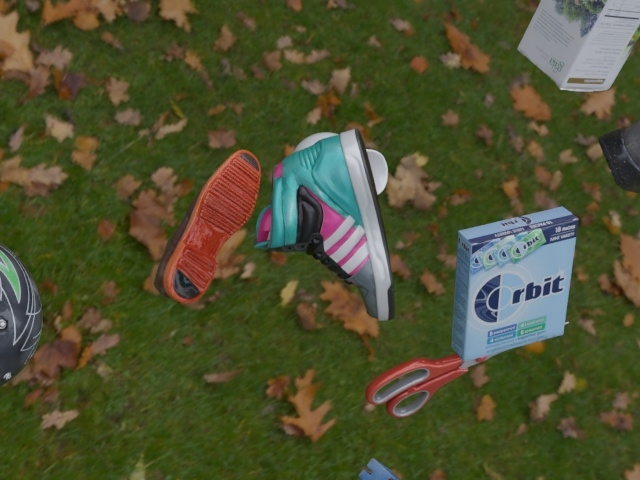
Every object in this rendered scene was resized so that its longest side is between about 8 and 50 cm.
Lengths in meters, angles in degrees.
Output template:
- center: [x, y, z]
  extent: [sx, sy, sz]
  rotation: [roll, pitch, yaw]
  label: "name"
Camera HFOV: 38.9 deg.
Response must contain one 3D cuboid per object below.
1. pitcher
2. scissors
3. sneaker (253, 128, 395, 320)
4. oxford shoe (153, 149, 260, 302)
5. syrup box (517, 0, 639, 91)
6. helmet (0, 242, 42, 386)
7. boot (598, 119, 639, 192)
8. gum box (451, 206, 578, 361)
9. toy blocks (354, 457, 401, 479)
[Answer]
- center: [-0.001, -0.123, 1.591]
  extent: [0.177, 0.207, 0.126]
  rotation: [-5, 102, -19]
  label: "pitcher"
- center: [0.203, 0.163, 1.255]
  extent: [0.109, 0.297, 0.021]
  rotation: [55, 9, -43]
  label: "scissors"
- center: [0.000, 0.000, 1.254]
  extent: [0.124, 0.178, 0.296]
  rotation: [-90, 167, -60]
  label: "sneaker"
- center: [-0.190, -0.030, 1.461]
  extent: [0.097, 0.098, 0.271]
  rotation: [40, 71, -32]
  label: "oxford shoe"
- center: [0.345, -0.304, 1.094]
  extent: [0.096, 0.237, 0.093]
  rotation: [-6, 44, -32]
  label: "syrup box"
- center: [-0.367, 0.073, 0.923]
  extent: [0.161, 0.169, 0.169]
  rotation: [8, 62, -22]
  label: "helmet"
- center: [0.564, -0.140, 1.289]
  extent: [0.338, 0.222, 0.118]
  rotation: [-4, 70, -53]
  label: "boot"
- center: [0.253, 0.058, 1.191]
  extent: [0.157, 0.184, 0.041]
  rotation: [-13, 33, -17]
  label: "gum box"
- center: [0.121, 0.375, 1.076]
  extent: [0.191, 0.261, 0.381]
  rotation: [-51, 134, -5]
  label: "toy blocks"
